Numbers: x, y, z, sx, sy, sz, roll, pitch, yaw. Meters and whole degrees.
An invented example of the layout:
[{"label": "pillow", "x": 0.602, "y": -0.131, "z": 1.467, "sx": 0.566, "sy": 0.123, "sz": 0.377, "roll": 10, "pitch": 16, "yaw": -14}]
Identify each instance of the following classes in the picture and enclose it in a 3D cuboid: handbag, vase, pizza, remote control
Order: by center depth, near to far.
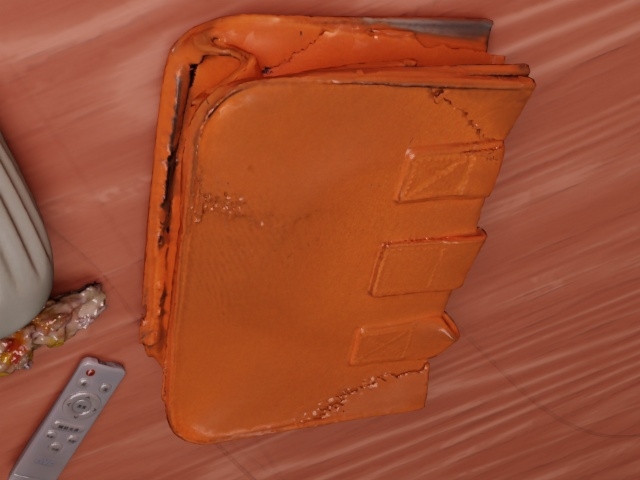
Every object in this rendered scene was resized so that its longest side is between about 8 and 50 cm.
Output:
[{"label": "vase", "x": -0.285, "y": -0.042, "z": 0.721, "sx": 0.128, "sy": 0.128, "sz": 0.248, "roll": -14, "pitch": 124, "yaw": -8}, {"label": "pizza", "x": -0.278, "y": 0.098, "z": 0.861, "sx": 0.195, "sy": 0.052, "sz": 0.185, "roll": -29, "pitch": 170, "yaw": -15}, {"label": "handbag", "x": 0.000, "y": 0.000, "z": 0.867, "sx": 0.303, "sy": 0.116, "sz": 0.410, "roll": -4, "pitch": 132, "yaw": -20}, {"label": "remote control", "x": -0.265, "y": 0.189, "z": 0.995, "sx": 0.050, "sy": 0.027, "sz": 0.184, "roll": 21, "pitch": 116, "yaw": -34}]
